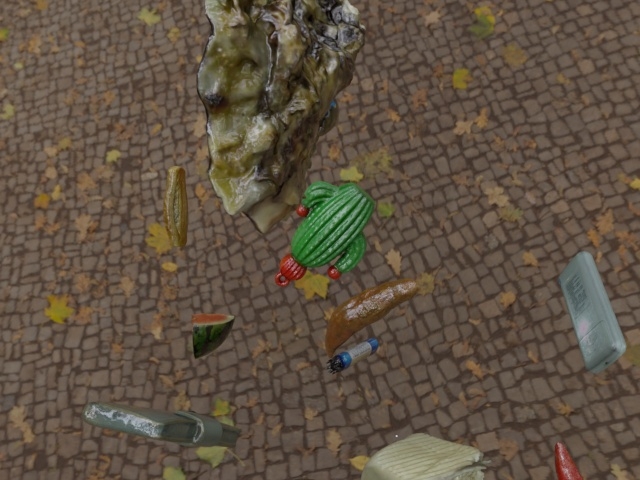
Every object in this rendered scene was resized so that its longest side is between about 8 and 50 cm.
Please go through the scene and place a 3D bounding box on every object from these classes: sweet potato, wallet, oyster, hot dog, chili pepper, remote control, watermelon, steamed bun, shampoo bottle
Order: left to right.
[{"bbox_3d":[-0.367,0.454,1.190,0.252,0.360,0.083,0,66,23],"label":"wallet"},{"bbox_3d":[-0.245,-0.057,0.817,0.028,0.044,0.137,4,97,28],"label":"hot dog"},{"bbox_3d":[-0.259,0.194,1.083,0.125,0.135,0.094,-40,68,-9],"label":"watermelon"},{"bbox_3d":[-0.024,-0.121,0.394,0.083,0.214,0.222,1,98,23],"label":"oyster"},{"bbox_3d":[0.093,0.354,1.476,0.183,0.087,0.050,-16,67,-40],"label":"shampoo bottle"},{"bbox_3d":[0.114,0.195,1.340,0.355,0.095,0.106,-42,87,23],"label":"sweet potato"},{"bbox_3d":[0.255,0.646,1.194,0.274,0.291,0.272,0,87,54],"label":"steamed bun"},{"bbox_3d":[0.686,0.674,1.292,0.071,0.063,0.272,-30,69,23],"label":"chili pepper"},{"bbox_3d":[0.270,0.069,0.489,0.018,0.053,0.124,11,45,-3],"label":"remote control"}]

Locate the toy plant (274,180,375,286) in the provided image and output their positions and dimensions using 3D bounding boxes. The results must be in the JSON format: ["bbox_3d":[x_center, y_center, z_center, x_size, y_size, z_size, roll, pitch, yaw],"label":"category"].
[{"bbox_3d":[0.014,-0.001,0.933,0.155,0.088,0.240,14,110,-10],"label":"toy plant"}]

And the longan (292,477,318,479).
[{"bbox_3d":[-0.008,0.630,0.993,0.258,0.258,0.257,-3,68,8],"label":"longan"}]
